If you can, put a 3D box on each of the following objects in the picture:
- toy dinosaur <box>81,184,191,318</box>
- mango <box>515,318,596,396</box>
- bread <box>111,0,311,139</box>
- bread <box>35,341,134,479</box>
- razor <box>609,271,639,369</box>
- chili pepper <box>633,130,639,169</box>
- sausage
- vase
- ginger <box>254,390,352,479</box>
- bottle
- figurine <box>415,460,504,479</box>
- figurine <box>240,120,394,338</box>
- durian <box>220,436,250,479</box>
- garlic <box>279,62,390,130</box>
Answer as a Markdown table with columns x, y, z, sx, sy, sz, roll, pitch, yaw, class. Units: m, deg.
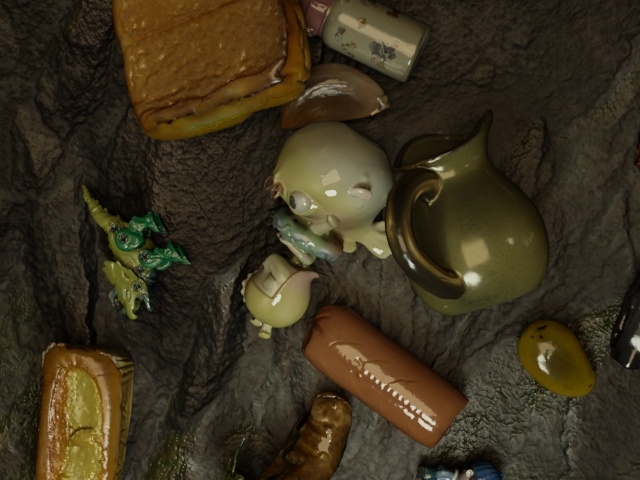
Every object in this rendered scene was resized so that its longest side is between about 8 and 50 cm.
| x | y | z | sx | sy | sz | roll | pitch | yaw | class |
| --- | --- | --- | --- | --- | --- | --- | --- | --- | --- |
| -0.336 | 0.000 | 1.937 | 0.153 | 0.094 | 0.259 | -26 | 82 | 3 | toy dinosaur |
| 0.409 | 0.206 | 1.880 | 0.161 | 0.076 | 0.103 | 45 | 90 | -7 | mango |
| -0.181 | -0.357 | 1.845 | 0.336 | 0.148 | 0.328 | -19 | 81 | 22 | bread |
| -0.420 | 0.323 | 1.948 | 0.152 | 0.119 | 0.288 | 7 | 94 | 9 | bread |
| 0.671 | 0.172 | 1.831 | 0.348 | 0.113 | 0.205 | 20 | 98 | 4 | razor |
| 0.596 | -0.147 | 1.842 | 0.123 | 0.070 | 0.073 | 5 | 78 | 7 | chili pepper |
| 0.105 | 0.230 | 1.888 | 0.304 | 0.121 | 0.121 | 36 | 96 | 4 | sausage |
| 0.209 | -0.033 | 1.761 | 0.240 | 0.329 | 0.302 | -17 | 92 | 39 | vase |
| -0.048 | 0.398 | 1.879 | 0.309 | 0.107 | 0.133 | -49 | 129 | -27 | ginger |
| 0.063 | -0.363 | 1.857 | 0.233 | 0.110 | 0.110 | 26 | 96 | 3 | bottle |
| 0.243 | 0.424 | 1.915 | 0.149 | 0.086 | 0.087 | 7 | 54 | 16 | figurine |
| 0.000 | 0.000 | 1.872 | 0.274 | 0.226 | 0.394 | 24 | 103 | -25 | figurine |
| -0.122 | 0.528 | 1.934 | 0.132 | 0.106 | 0.375 | -11 | 93 | 5 | durian |
| 0.016 | -0.256 | 1.886 | 0.195 | 0.087 | 0.101 | -11 | 106 | 3 | garlic |
